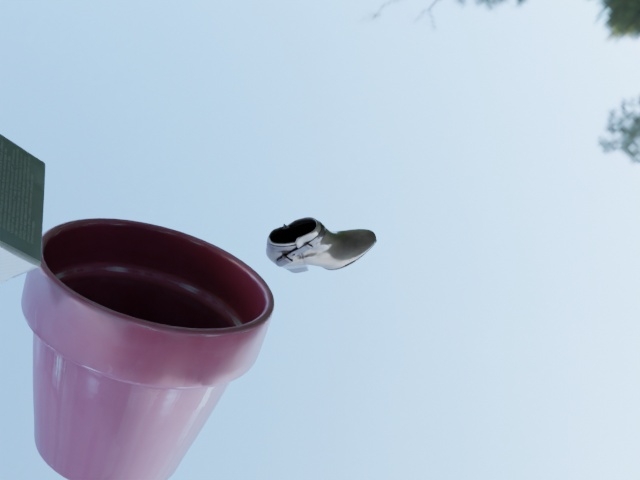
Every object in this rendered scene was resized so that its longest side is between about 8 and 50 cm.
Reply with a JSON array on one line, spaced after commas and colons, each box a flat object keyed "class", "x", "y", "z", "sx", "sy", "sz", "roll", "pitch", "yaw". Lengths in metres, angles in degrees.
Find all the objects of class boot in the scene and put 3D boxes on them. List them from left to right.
[{"class": "boot", "x": 0.000, "y": 0.000, "z": 0.989, "sx": 0.118, "sy": 0.087, "sz": 0.042, "roll": -22, "pitch": -117, "yaw": -1}]

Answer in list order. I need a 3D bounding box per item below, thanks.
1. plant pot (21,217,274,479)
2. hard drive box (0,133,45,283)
[{"class": "plant pot", "x": -0.159, "y": 0.102, "z": 0.784, "sx": 0.201, "sy": 0.180, "sz": 0.201, "roll": 17, "pitch": -160, "yaw": -7}, {"class": "hard drive box", "x": -0.318, "y": -0.036, "z": 0.567, "sx": 0.232, "sy": 0.181, "sz": 0.089, "roll": 39, "pitch": -144, "yaw": -51}]
